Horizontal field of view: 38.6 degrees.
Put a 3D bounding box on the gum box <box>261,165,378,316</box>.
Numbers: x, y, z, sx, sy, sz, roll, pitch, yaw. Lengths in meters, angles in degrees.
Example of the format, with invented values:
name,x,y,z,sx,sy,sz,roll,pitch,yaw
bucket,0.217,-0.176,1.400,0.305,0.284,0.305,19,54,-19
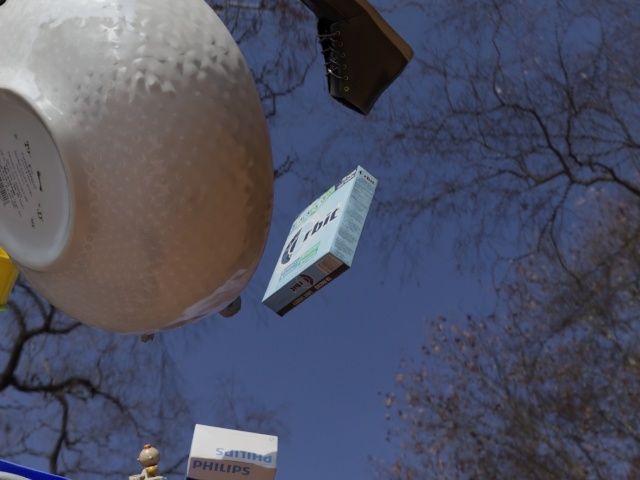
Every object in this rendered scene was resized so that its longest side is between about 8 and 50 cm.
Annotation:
name,x,y,z,sx,sy,sz,roll,pitch,yaw
gum box,0.000,0.000,1.287,0.041,0.184,0.157,38,-47,-16

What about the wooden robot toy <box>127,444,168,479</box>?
name,x,y,z,sx,sy,sz,roll,pitch,yaw
wooden robot toy,-0.302,0.393,1.571,0.076,0.173,0.079,-6,-96,-12

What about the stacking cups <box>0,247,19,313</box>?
name,x,y,z,sx,sy,sz,roll,pitch,yaw
stacking cups,-0.461,0.156,1.142,0.096,0.096,0.316,19,-88,-15

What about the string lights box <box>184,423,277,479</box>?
name,x,y,z,sx,sy,sz,roll,pitch,yaw
string lights box,-0.155,0.422,1.440,0.133,0.077,0.260,11,-63,-6

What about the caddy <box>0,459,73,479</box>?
name,x,y,z,sx,sy,sz,roll,pitch,yaw
caddy,-0.442,0.402,1.257,0.341,0.241,0.179,18,-78,-7

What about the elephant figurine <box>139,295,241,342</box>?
name,x,y,z,sx,sy,sz,roll,pitch,yaw
elephant figurine,-0.182,0.044,1.321,0.186,0.169,0.239,-51,-29,4

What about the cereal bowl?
name,x,y,z,sx,sy,sz,roll,pitch,yaw
cereal bowl,-0.206,-0.068,0.802,0.338,0.141,0.339,16,-64,36

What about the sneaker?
name,x,y,z,sx,sy,sz,roll,pitch,yaw
sneaker,0.023,-0.265,1.228,0.222,0.083,0.118,34,-93,-31
